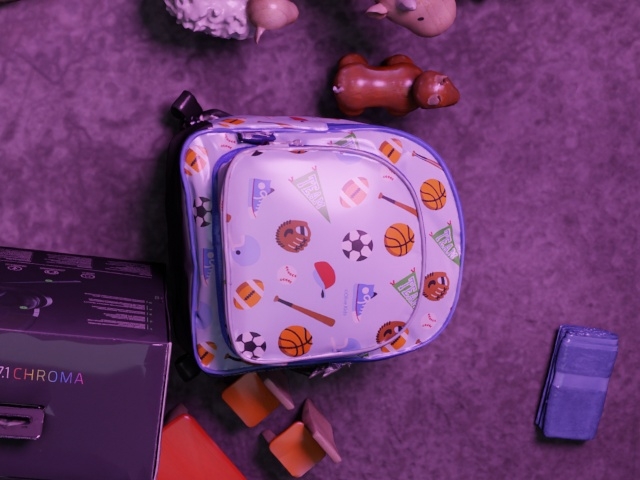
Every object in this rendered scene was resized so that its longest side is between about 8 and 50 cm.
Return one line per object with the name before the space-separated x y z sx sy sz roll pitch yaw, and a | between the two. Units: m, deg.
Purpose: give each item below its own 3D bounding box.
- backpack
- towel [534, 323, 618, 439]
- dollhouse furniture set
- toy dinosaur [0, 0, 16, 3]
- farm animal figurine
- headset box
backpack | 0.000 0.000 1.171 0.263 0.213 0.276 -5 102 -19
towel | 0.269 0.149 1.329 0.067 0.029 0.119 9 101 -10
dollhouse furniture set | -0.084 0.284 1.254 0.262 0.135 0.259 -39 106 2
toy dinosaur | -0.233 -0.280 1.098 0.121 0.160 0.313 33 115 21
farm animal figurine | 0.067 -0.273 1.122 0.327 0.172 0.330 28 98 -14
headset box | -0.259 0.101 1.109 0.246 0.283 0.131 6 102 -10
